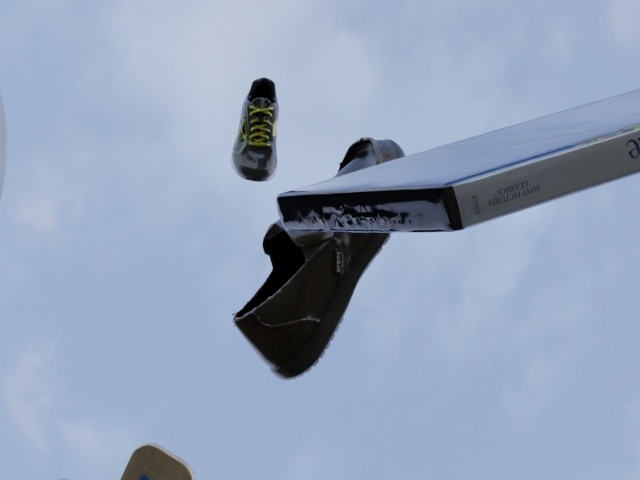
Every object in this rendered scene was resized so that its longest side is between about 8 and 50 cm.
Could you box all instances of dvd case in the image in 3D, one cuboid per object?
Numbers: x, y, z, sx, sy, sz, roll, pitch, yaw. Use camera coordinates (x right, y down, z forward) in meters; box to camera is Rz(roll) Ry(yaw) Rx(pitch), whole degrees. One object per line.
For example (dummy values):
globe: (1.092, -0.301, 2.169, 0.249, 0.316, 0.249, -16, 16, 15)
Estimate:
dvd case: (0.125, -0.046, 0.734, 0.253, 0.180, 0.022, -17, -83, -23)

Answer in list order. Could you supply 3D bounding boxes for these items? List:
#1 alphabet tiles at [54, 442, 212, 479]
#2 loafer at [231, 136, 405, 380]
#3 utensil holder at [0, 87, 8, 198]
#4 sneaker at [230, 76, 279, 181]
alphabet tiles: (-0.123, 0.310, 1.237, 0.284, 0.021, 0.278, 29, -74, 14)
loafer: (0.000, 0.000, 1.229, 0.078, 0.220, 0.080, 35, -27, -19)
utensil holder: (-0.370, -0.114, 0.863, 0.328, 0.385, 0.327, 0, -109, 0)
sneaker: (-0.043, -0.074, 1.035, 0.031, 0.083, 0.035, 2, -43, -6)
